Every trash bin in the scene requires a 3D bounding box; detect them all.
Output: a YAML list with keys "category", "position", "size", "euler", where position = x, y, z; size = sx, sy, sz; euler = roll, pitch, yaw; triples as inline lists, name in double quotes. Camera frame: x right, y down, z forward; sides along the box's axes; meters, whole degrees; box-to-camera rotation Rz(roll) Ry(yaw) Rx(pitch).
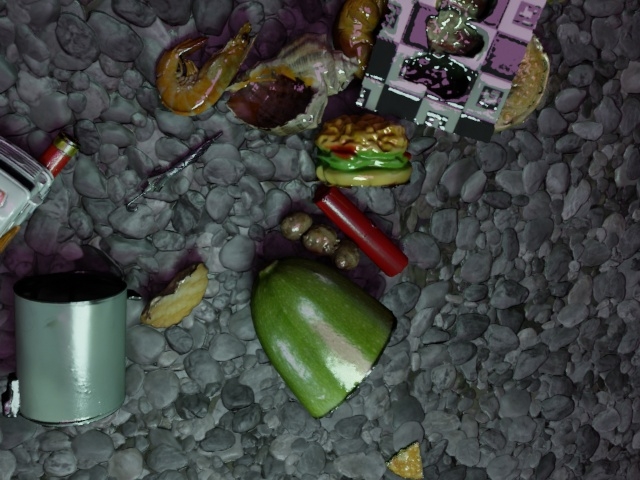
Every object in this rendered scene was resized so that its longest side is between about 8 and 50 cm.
- category: "trash bin"
  position: [-0.515, 0.216, 1.306]
  size: [0.277, 0.217, 0.263]
  euler: [-5, 106, -33]

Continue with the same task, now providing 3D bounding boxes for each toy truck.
- category: "toy truck"
  position: [-0.692, -0.005, 1.191]
  size: [0.173, 0.207, 0.388]
  euler: [37, 100, -18]

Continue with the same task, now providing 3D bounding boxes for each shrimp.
- category: "shrimp"
  position: [-0.237, -0.367, 1.309]
  size: [0.248, 0.068, 0.150]
  euler: [-40, 90, -4]

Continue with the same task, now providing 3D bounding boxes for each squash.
- category: "squash"
  position: [-0.038, 0.189, 1.414]
  size: [0.308, 0.310, 0.310]
  euler: [38, 92, -5]

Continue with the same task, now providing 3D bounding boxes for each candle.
- category: "candle"
  position: [-0.552, -0.160, 1.290]
  size: [0.052, 0.052, 0.131]
  euler: [39, 92, -20]

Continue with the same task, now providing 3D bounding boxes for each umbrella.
- category: "umbrella"
  position: [-0.319, -0.154, 1.361]
  size: [0.269, 0.044, 0.044]
  euler: [-42, 138, -3]

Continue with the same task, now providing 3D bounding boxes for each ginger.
- category: "ginger"
  position: [0.000, 0.000, 1.452]
  size: [0.204, 0.104, 0.080]
  euler: [33, 109, -3]

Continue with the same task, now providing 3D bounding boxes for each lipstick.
- category: "lipstick"
  position: [0.096, -0.024, 1.488]
  size: [0.073, 0.073, 0.279]
  euler: [-47, 111, 0]

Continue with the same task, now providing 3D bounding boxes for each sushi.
- category: "sushi"
  position: [0.267, -0.422, 1.286]
  size: [0.296, 0.100, 0.373]
  euler: [16, 115, -1]

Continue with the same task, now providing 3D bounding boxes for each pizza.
- category: "pizza"
  position: [0.244, 0.594, 1.706]
  size: [0.122, 0.026, 0.109]
  euler: [26, 93, -17]

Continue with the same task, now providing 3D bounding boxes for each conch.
- category: "conch"
  position: [-0.053, -0.316, 1.331]
  size: [0.291, 0.159, 0.210]
  euler: [-13, 77, 25]

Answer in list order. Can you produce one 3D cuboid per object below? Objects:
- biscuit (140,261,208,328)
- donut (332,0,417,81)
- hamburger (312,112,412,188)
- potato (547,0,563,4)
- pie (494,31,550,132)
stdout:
- category: "biscuit"
  position: [-0.323, 0.124, 1.402]
  size: [0.183, 0.061, 0.118]
  euler: [-47, 150, -17]
- category: "donut"
  position: [0.134, -0.448, 1.368]
  size: [0.226, 0.114, 0.227]
  euler: [-4, 105, -14]
- category: "hamburger"
  position: [0.090, -0.201, 1.368]
  size: [0.236, 0.237, 0.149]
  euler: [-5, 105, -14]
- category: "potato"
  position: [0.411, -0.690, 1.303]
  size: [0.442, 0.319, 0.385]
  euler: [42, 50, -12]
- category: "pie"
  position: [0.419, -0.391, 1.490]
  size: [0.273, 0.055, 0.275]
  euler: [-4, 105, -14]
